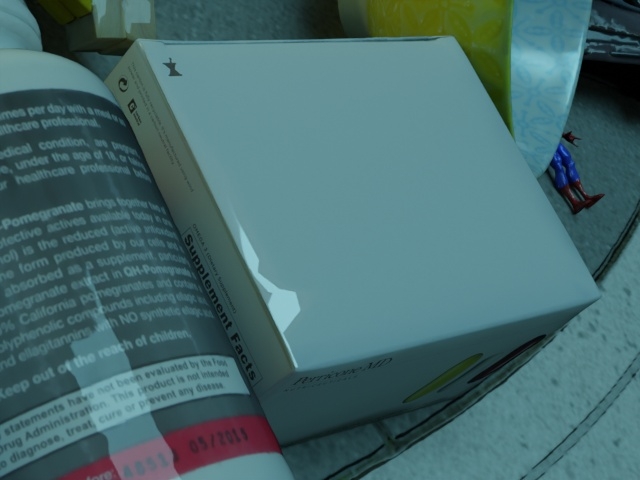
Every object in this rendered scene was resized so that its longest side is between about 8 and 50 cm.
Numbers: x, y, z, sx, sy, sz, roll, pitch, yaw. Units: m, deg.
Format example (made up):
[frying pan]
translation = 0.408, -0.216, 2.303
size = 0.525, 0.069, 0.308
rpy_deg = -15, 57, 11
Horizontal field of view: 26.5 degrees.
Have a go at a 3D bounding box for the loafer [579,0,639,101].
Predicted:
[loafer]
translation = 0.279, -0.158, 1.221
size = 0.303, 0.109, 0.095
rpy_deg = 16, 69, -23

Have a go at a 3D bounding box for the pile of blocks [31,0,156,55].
[pile of blocks]
translation = -0.250, -0.235, 0.801
size = 0.362, 0.113, 0.149
rpy_deg = 52, 59, -19

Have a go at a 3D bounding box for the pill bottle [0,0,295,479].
[pill bottle]
translation = -0.151, 0.022, 0.644
size = 0.176, 0.176, 0.318
rpy_deg = -9, 66, -44

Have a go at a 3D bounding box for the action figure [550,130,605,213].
[action figure]
translation = 0.192, -0.078, 1.124
size = 0.038, 0.030, 0.115
rpy_deg = -24, 74, -42

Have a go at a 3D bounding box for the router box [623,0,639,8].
[router box]
translation = 0.323, -0.260, 1.361
size = 0.179, 0.046, 0.133
rpy_deg = -20, 73, -47

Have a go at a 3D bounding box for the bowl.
[bowl]
translation = 0.104, -0.197, 1.016
size = 0.156, 0.289, 0.289
rpy_deg = 10, 37, 20

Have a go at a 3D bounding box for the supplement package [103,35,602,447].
[supplement package]
translation = 0.000, 0.000, 0.812
size = 0.262, 0.145, 0.204
rpy_deg = -9, 65, -43
